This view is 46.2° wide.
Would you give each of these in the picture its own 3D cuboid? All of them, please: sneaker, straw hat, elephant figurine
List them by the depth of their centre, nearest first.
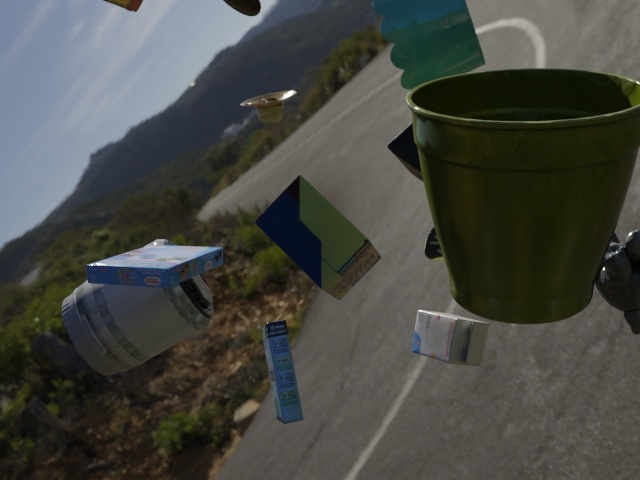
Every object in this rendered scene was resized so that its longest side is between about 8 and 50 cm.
[{"bbox_3d":[-0.172,-0.507,1.404,0.071,0.188,0.066,-35,11,44],"label":"sneaker"},{"bbox_3d":[0.556,0.033,1.472,0.186,0.169,0.239,-48,24,-6],"label":"elephant figurine"},{"bbox_3d":[0.305,-0.011,1.659,0.208,0.081,0.094,-34,-20,-26],"label":"sneaker"},{"bbox_3d":[-0.120,-0.312,1.801,0.145,0.061,0.144,-11,18,4],"label":"straw hat"}]

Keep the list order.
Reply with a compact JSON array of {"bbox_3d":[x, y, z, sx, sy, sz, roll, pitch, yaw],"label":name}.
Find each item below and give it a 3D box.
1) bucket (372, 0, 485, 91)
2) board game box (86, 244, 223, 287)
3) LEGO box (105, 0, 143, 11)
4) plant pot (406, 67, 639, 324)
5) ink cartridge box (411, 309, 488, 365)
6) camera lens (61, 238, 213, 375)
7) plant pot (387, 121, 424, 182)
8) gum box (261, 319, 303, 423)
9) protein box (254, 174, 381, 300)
[{"bbox_3d":[0.235,-0.463,1.639,0.183,0.281,0.281,-18,20,13],"label":"bucket"},{"bbox_3d":[-0.296,0.043,1.372,0.160,0.039,0.211,2,11,19],"label":"board game box"},{"bbox_3d":[-0.554,-0.632,1.377,0.193,0.372,0.500,-59,-6,12],"label":"LEGO box"},{"bbox_3d":[0.327,-0.069,1.221,0.367,0.353,0.366,-4,24,2],"label":"plant pot"},{"bbox_3d":[0.270,0.201,1.539,0.143,0.090,0.092,9,89,59],"label":"ink cartridge box"},{"bbox_3d":[-0.389,0.143,1.639,0.274,0.219,0.219,-30,12,2],"label":"camera lens"},{"bbox_3d":[0.358,-0.269,2.354,0.187,0.188,0.167,-42,51,9],"label":"plant pot"},{"bbox_3d":[-0.075,0.251,1.437,0.041,0.184,0.157,-10,-10,-9],"label":"gum box"},{"bbox_3d":[0.000,0.000,1.554,0.136,0.200,0.201,-46,-16,0],"label":"protein box"}]
